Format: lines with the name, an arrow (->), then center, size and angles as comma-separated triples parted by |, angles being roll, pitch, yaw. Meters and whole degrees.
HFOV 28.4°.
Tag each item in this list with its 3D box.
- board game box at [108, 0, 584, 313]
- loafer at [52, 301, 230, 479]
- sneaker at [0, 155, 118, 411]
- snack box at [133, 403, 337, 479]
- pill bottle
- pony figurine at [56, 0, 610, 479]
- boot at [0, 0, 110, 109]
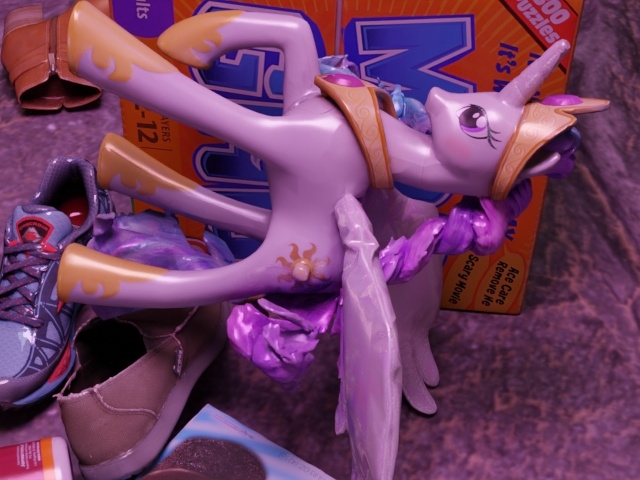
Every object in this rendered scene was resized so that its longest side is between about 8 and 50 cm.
board game box -> 0.029, -0.194, 1.159 | 0.356, 0.356, 0.356 | 5, 45, 3
loafer -> -0.142, 0.085, 1.023 | 0.094, 0.087, 0.251 | -18, 26, 20
sneaker -> -0.253, 0.027, 1.089 | 0.104, 0.125, 0.262 | 7, 44, 7
snack box -> -0.011, 0.264, 0.897 | 0.322, 0.060, 0.187 | 26, 49, 23
pill bottle -> -0.258, 0.201, 0.938 | 0.152, 0.086, 0.086 | -10, 45, -11
pony figurine -> 0.000, 0.000, 0.922 | 0.363, 0.351, 0.303 | 10, 23, 6
boot -> -0.248, -0.211, 1.377 | 0.197, 0.073, 0.152 | -18, 45, -3
